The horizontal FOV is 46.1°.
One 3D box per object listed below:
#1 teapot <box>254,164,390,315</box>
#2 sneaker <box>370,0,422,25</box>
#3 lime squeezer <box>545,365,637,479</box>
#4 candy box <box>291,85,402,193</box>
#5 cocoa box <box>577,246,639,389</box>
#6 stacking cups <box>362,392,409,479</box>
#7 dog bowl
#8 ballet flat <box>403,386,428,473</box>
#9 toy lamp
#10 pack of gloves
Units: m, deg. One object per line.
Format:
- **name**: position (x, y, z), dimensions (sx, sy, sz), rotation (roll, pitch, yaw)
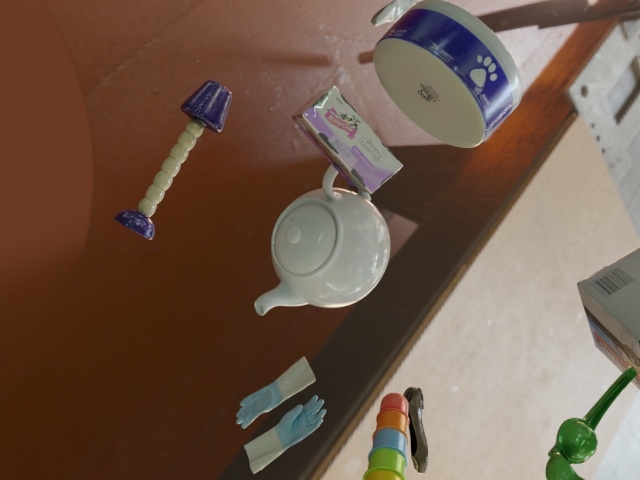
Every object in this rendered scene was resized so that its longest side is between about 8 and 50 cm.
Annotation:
- **teapot**: position (0.000, 0.000, 1.430), dimensions (0.187, 0.253, 0.255), rotation (25, 51, -56)
- **sneaker**: position (0.174, -0.484, 1.592), dimensions (0.152, 0.054, 0.061), rotation (-33, 102, -22)
- **lime squeezer**: position (0.320, 0.242, 0.894), dimensions (0.059, 0.110, 0.310), rotation (42, 29, 4)
- **candy box**: position (0.037, -0.164, 1.226), dimensions (0.070, 0.196, 0.165), rotation (-42, 100, 0)
- **cocoa box**: position (0.787, 0.144, 1.636), dimensions (0.347, 0.231, 0.228), rotation (-30, 126, -1)
- **stacking cups**: position (0.144, 0.453, 1.603), dimensions (0.316, 0.096, 0.096), rotation (-69, 141, -63)
- **dog bowl**: position (0.225, -0.296, 1.358), dimensions (0.104, 0.265, 0.265), rotation (-46, 121, -13)
- **ballet flat**: position (0.268, 0.546, 2.163), dimensions (0.058, 0.084, 0.249), rotation (-4, 90, -17)
- **toy lamp**: position (-0.233, -0.135, 1.225), dimensions (0.080, 0.080, 0.274), rotation (34, 86, -36)
- **pack of gloves**: position (-0.105, 0.401, 1.775), dimensions (0.232, 0.195, 0.046), rotation (-37, 135, 6)
